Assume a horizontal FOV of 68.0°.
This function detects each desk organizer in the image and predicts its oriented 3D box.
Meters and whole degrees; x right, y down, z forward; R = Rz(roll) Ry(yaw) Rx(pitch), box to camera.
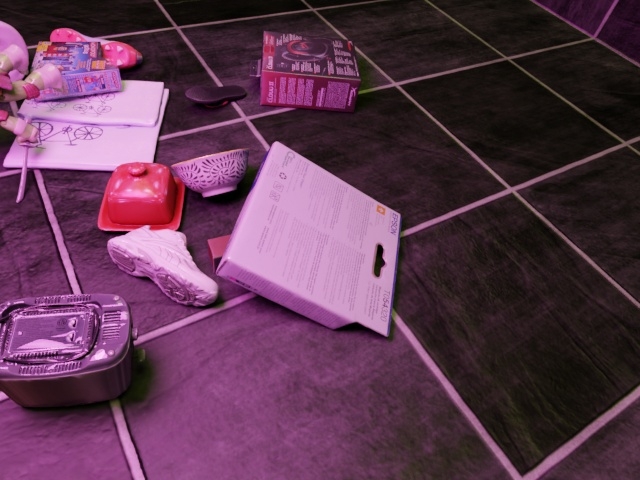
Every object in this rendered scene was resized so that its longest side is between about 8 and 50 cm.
[{"bbox_3d":[-0.153,0.016,0.936,0.130,0.047,0.050,-13,51,-20],"label":"desk organizer"}]

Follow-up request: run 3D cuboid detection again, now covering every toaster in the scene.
[{"bbox_3d":[-0.383,0.168,0.701,0.227,0.146,0.129,-3,50,-14],"label":"toaster"}]

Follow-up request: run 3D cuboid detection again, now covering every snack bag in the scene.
[{"bbox_3d":[-0.545,-0.281,1.124,0.323,0.037,0.342,2,50,-9],"label":"snack bag"}]

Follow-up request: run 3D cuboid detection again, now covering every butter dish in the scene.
[{"bbox_3d":[-0.362,-0.106,0.955,0.160,0.118,0.160,2,50,-10],"label":"butter dish"}]

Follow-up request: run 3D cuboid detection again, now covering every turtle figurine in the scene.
[{"bbox_3d":[-0.679,-0.267,0.989,0.198,0.274,0.266,6,46,26],"label":"turtle figurine"}]

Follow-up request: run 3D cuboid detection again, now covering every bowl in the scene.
[{"bbox_3d":[-0.224,-0.139,1.013,0.170,0.170,0.080,-18,99,-23],"label":"bowl"}]

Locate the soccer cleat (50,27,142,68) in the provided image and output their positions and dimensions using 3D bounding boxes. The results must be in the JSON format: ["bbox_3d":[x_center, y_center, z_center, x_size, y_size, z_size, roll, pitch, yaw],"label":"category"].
[{"bbox_3d":[-0.614,-0.520,1.299,0.248,0.083,0.095,15,18,10],"label":"soccer cleat"}]

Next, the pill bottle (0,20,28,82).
[{"bbox_3d":[-0.896,-0.486,1.143,0.319,0.176,0.176,24,50,11],"label":"pill bottle"}]

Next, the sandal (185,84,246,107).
[{"bbox_3d":[-0.275,-0.378,1.258,0.179,0.040,0.067,-22,62,-43],"label":"sandal"}]

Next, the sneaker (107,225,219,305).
[{"bbox_3d":[-0.271,0.032,0.877,0.232,0.090,0.115,28,48,13],"label":"sneaker"}]

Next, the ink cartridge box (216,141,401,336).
[{"bbox_3d":[0.000,0.000,0.937,0.330,0.071,0.324,29,47,-16],"label":"ink cartridge box"}]

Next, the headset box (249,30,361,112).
[{"bbox_3d":[-0.049,-0.475,1.326,0.293,0.110,0.218,2,50,-8],"label":"headset box"}]

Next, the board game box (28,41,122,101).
[{"bbox_3d":[-0.596,-0.422,1.175,0.194,0.060,0.194,-5,48,-14],"label":"board game box"}]
